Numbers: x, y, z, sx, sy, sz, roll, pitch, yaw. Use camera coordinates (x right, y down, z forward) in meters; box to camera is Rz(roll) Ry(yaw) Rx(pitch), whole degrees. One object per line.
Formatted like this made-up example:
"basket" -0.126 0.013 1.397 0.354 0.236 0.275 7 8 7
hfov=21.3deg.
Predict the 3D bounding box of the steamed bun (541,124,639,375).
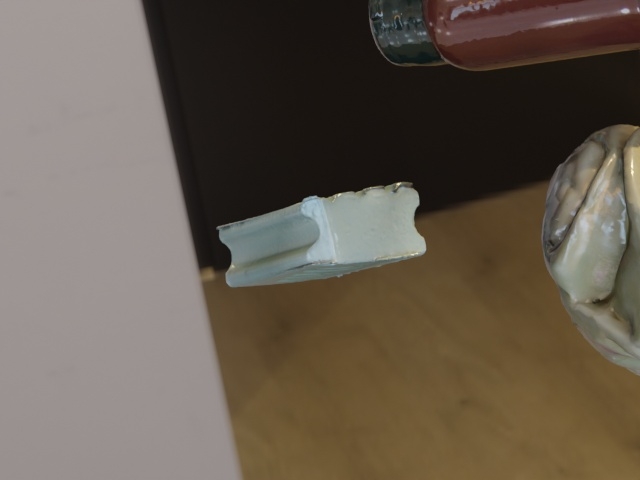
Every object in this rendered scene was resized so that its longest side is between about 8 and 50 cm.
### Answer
"steamed bun" 0.315 -0.009 1.621 0.207 0.268 0.280 15 -4 -11

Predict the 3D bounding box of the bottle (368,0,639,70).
"bottle" 0.205 -0.248 1.700 0.336 0.144 0.144 -4 25 31

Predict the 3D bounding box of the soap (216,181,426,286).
"soap" 0.000 0.000 1.988 0.150 0.094 0.261 -11 -1 -27
